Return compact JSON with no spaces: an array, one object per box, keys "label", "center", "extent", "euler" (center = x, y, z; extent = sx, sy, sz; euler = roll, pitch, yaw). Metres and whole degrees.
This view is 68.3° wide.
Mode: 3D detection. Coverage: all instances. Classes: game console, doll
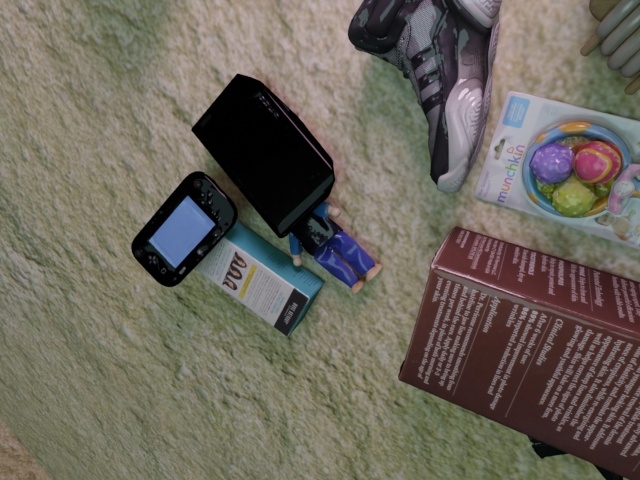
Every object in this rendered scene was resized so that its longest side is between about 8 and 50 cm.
[{"label":"game console","center":[-0.153,-0.054,0.719],"extent":[0.361,0.044,0.213],"euler":[-43,82,22]},{"label":"doll","center":[0.000,0.000,0.721],"extent":[0.189,0.046,0.129],"euler":[45,125,1]}]

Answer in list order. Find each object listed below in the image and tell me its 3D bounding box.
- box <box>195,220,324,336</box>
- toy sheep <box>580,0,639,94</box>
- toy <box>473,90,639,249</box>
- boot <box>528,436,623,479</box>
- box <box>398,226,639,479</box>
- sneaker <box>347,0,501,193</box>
[{"label":"box","center":[-0.121,0.046,0.798],"extent":[0.244,0.060,0.101],"euler":[35,125,9]},{"label":"toy sheep","center":[0.308,-0.191,0.441],"extent":[0.132,0.091,0.091],"euler":[45,126,8]},{"label":"toy","center":[0.302,-0.067,0.522],"extent":[0.237,0.056,0.137],"euler":[20,120,18]},{"label":"boot","center":[0.361,0.297,0.677],"extent":[0.099,0.045,0.121],"euler":[-24,94,32]},{"label":"box","center":[0.309,0.139,0.572],"extent":[0.381,0.143,0.191],"euler":[21,121,20]},{"label":"sneaker","center":[0.114,-0.192,0.537],"extent":[0.153,0.101,0.269],"euler":[10,112,24]}]
